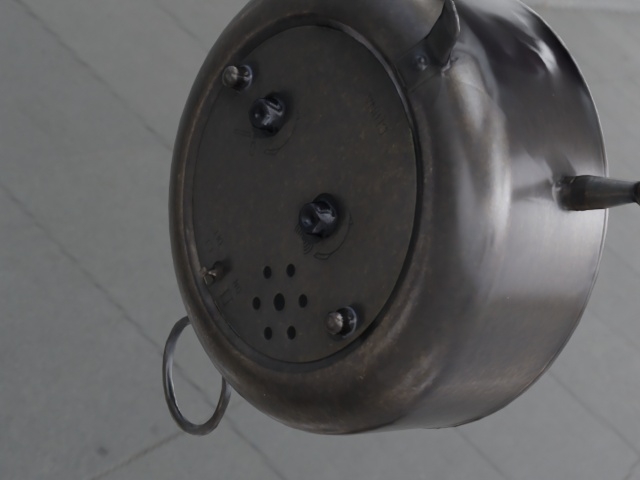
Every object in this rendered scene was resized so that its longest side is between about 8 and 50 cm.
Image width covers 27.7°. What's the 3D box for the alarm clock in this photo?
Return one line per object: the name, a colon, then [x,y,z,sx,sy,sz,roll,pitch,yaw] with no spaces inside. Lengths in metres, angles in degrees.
alarm clock: [0.000,0.000,0.372,0.064,0.192,0.129,0,55,-40]
